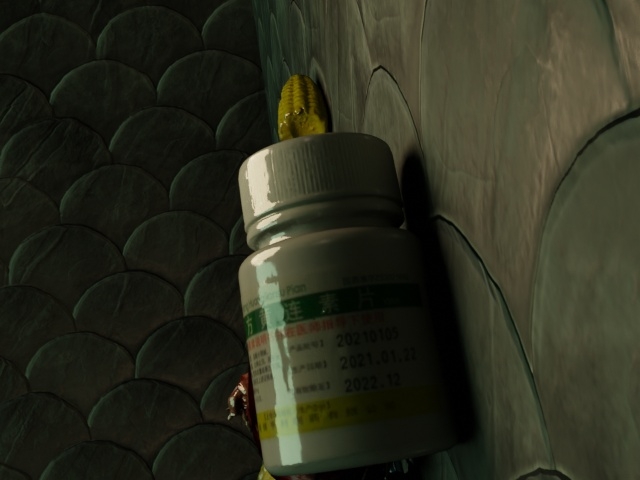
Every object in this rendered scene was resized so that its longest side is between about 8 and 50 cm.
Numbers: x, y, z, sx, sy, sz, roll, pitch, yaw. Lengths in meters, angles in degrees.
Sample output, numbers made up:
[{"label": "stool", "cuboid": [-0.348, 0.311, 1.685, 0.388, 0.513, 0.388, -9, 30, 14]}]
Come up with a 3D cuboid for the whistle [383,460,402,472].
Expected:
[{"label": "whistle", "cuboid": [0.082, 0.354, 1.317, 0.090, 0.090, 0.157, 90, 170, -56]}]

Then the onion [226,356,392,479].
[{"label": "onion", "cuboid": [-0.010, 0.200, 1.147, 0.314, 0.232, 0.313, 0, -90, -80]}]

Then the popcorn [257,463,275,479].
[{"label": "popcorn", "cuboid": [0.012, 0.484, 1.435, 0.293, 0.237, 0.292, 171, 90, -89]}]

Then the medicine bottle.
[{"label": "medicine bottle", "cuboid": [0.019, 0.070, 0.917, 0.208, 0.208, 0.339, 105, 157, -76]}]

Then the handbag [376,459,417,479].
[{"label": "handbag", "cuboid": [0.108, 0.344, 1.196, 0.115, 0.072, 0.139, 89, -176, -47]}]

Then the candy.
[{"label": "candy", "cuboid": [-0.035, -0.259, 1.625, 0.199, 0.094, 0.106, -94, -1, -50]}]
